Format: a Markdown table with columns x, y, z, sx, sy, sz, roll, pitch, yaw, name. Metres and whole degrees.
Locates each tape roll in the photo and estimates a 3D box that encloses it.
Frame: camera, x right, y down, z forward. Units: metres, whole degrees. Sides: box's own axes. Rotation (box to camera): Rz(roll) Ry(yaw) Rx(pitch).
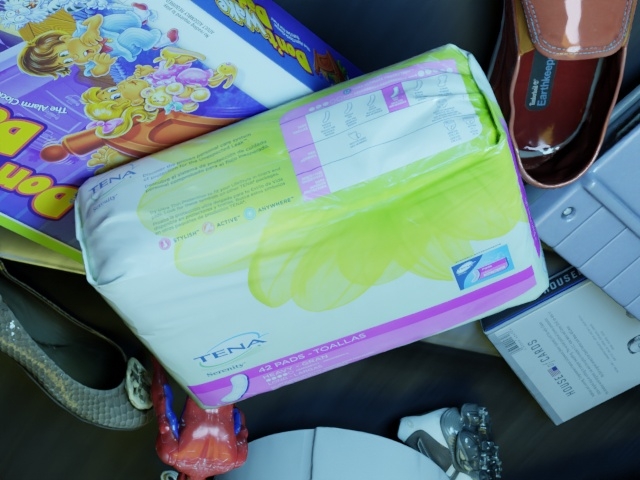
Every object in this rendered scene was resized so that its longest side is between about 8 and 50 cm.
| x | y | z | sx | sy | sz | roll | pitch | yaw | name |
| --- | --- | --- | --- | --- | --- | --- | --- | --- | --- |
| 0.008 | 0.314 | 1.347 | 0.246 | 0.169 | 0.246 | 3 | 138 | 3 | tape roll |

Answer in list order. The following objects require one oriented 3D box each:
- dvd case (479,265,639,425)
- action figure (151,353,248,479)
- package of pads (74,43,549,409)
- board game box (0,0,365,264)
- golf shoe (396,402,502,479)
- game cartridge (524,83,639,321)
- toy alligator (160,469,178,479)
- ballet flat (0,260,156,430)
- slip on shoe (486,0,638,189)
| x | y | z | sx | sy | sz | roll | pitch | yaw | name |
| --- | --- | --- | --- | --- | --- | --- | --- | --- | --- |
| 0.291 | 0.071 | 1.333 | 0.239 | 0.029 | 0.179 | -29 | 133 | 12 | dvd case |
| -0.092 | 0.087 | 1.215 | 0.091 | 0.139 | 0.280 | 8 | 107 | -18 | action figure |
| 0.000 | 0.000 | 1.004 | 0.297 | 0.101 | 0.229 | -20 | 147 | 5 | package of pads |
| -0.147 | -0.099 | 0.962 | 0.233 | 0.078 | 0.347 | -32 | 143 | 23 | board game box |
| 0.130 | 0.225 | 1.417 | 0.094 | 0.077 | 0.198 | -1 | 138 | 16 | golf shoe |
| 0.359 | -0.081 | 1.164 | 0.355 | 0.068 | 0.230 | -43 | 124 | 16 | game cartridge |
| -0.140 | 0.280 | 1.400 | 0.051 | 0.056 | 0.189 | -37 | 150 | -43 | toy alligator |
| -0.220 | 0.081 | 1.172 | 0.058 | 0.084 | 0.250 | -37 | 125 | 20 | ballet flat |
| 0.183 | -0.176 | 1.023 | 0.123 | 0.101 | 0.331 | -4 | 132 | -9 | slip on shoe |
